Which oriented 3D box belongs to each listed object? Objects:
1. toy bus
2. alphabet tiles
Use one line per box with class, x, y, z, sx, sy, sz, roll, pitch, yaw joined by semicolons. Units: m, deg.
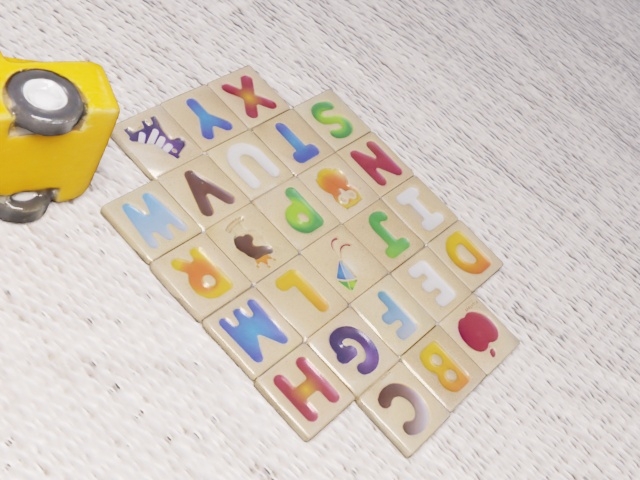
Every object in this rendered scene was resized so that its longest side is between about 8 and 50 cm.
toy bus;-0.304;-0.077;0.632;0.332;0.108;0.130;-11;59;-36
alphabet tiles;0.000;0.000;0.818;0.342;0.011;0.285;47;45;10
